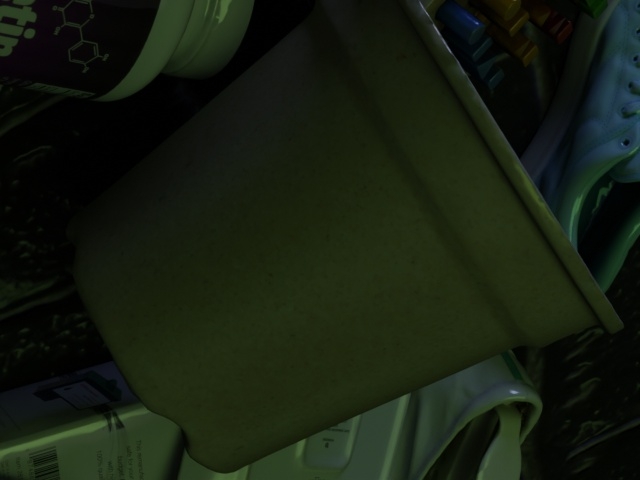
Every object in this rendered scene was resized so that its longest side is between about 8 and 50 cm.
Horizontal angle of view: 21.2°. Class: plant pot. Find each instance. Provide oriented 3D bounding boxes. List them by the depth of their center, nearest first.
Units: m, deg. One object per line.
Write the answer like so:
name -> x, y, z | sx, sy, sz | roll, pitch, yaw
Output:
plant pot -> 0.000, 0.000, 1.229 | 0.305, 0.334, 0.334 | -32, 127, 7

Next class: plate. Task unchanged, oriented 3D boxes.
plate -> -0.005, 0.157, 1.466 | 0.277, 0.045, 0.278 | 12, 93, -52

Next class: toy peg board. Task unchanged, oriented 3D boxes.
toy peg board -> 0.163, -0.195, 1.414 | 0.161, 0.079, 0.161 | -48, 159, -2

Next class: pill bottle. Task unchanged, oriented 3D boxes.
pill bottle -> -0.210, -0.196, 1.162 | 0.323, 0.181, 0.181 | 7, 108, -34

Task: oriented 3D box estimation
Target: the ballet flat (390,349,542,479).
ballet flat -> 0.100, 0.283, 1.613 | 0.139, 0.139, 0.400 | 12, 105, -35

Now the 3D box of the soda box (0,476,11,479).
soda box -> -0.311, 0.211, 1.247 | 0.286, 0.098, 0.091 | 22, 105, -22

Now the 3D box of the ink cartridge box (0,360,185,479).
ink cartridge box -> -0.200, 0.198, 1.407 | 0.219, 0.092, 0.160 | -15, 117, -27

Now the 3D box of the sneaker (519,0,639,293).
sneaker -> 0.292, -0.107, 1.539 | 0.135, 0.150, 0.366 | 15, 103, -37
